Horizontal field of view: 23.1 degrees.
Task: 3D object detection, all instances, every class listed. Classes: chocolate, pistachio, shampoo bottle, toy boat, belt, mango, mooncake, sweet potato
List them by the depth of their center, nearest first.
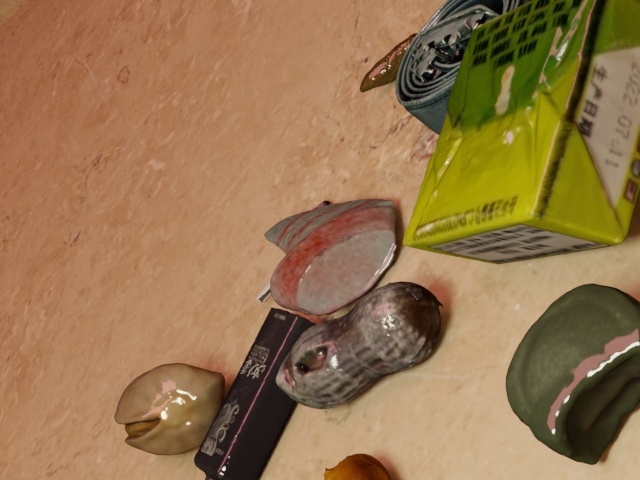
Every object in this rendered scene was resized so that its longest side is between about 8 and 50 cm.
[{"bbox_3d":[0.273,0.133,1.542,0.175,0.104,0.168,-28,36,40],"label":"mooncake"},{"bbox_3d":[0.247,-0.118,1.746,0.301,0.137,0.289,-14,54,66],"label":"chocolate"},{"bbox_3d":[0.050,0.291,1.782,0.077,0.063,0.127,-50,34,5],"label":"mango"},{"bbox_3d":[0.049,0.131,1.905,0.248,0.110,0.110,-29,39,37],"label":"chocolate"},{"bbox_3d":[0.207,-0.246,2.013,0.267,0.116,0.206,-26,36,49],"label":"belt"},{"bbox_3d":[-0.094,0.241,2.059,0.098,0.071,0.309,14,76,58],"label":"shampoo bottle"},{"bbox_3d":[0.000,0.000,2.138,0.206,0.096,0.282,-42,21,-4],"label":"toy boat"},{"bbox_3d":[-0.213,0.238,2.199,0.152,0.126,0.223,-31,3,-39],"label":"pistachio"},{"bbox_3d":[0.116,-0.264,2.265,0.153,0.038,0.041,-35,57,22],"label":"sweet potato"}]

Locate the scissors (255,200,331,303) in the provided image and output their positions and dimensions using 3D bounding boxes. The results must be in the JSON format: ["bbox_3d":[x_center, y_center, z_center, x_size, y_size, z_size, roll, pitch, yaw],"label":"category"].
[{"bbox_3d":[-0.034,0.021,2.233,0.176,0.022,0.085,-51,30,7],"label":"scissors"}]
